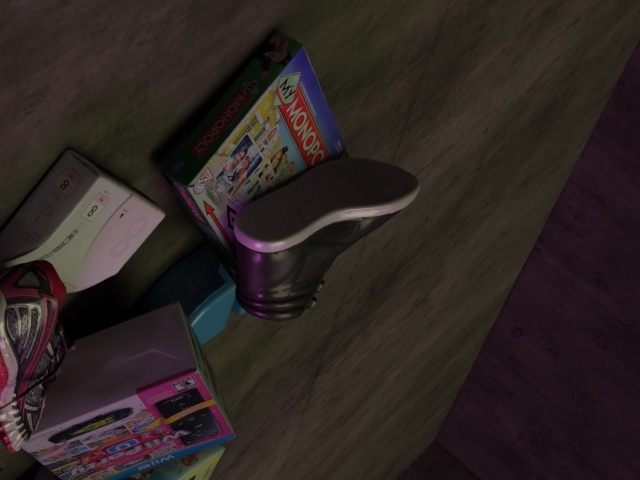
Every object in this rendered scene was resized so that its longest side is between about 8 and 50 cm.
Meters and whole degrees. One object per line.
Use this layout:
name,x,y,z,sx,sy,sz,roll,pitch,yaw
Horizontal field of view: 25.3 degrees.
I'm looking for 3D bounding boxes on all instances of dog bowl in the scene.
dog bowl,-0.130,0.060,1.906,0.297,0.074,0.166,-36,158,-38

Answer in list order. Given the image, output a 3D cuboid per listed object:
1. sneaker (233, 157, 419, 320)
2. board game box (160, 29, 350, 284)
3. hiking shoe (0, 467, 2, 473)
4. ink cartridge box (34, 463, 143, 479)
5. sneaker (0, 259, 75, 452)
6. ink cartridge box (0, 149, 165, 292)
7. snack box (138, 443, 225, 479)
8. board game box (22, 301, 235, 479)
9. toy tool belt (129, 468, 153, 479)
sneaker,-0.001,0.000,1.739,0.295,0.104,0.147,-25,140,-41
board game box,-0.062,-0.077,1.708,0.213,0.046,0.317,-52,153,-13
hiking shoe,-0.454,0.410,1.748,0.304,0.113,0.132,-51,-174,39
ink cartridge box,-0.310,0.435,1.838,0.273,0.197,0.114,-72,177,-45
sneaker,-0.305,0.123,1.452,0.112,0.121,0.299,-29,163,-21
ink cartridge box,-0.280,0.027,1.485,0.232,0.066,0.189,-54,163,-1
snack box,-0.290,0.471,2.379,0.187,0.060,0.322,-27,151,-54
board game box,-0.238,0.201,1.742,0.224,0.098,0.303,-20,159,-3
toy tool belt,-0.298,0.353,2.152,0.083,0.052,0.051,-36,-171,-32
